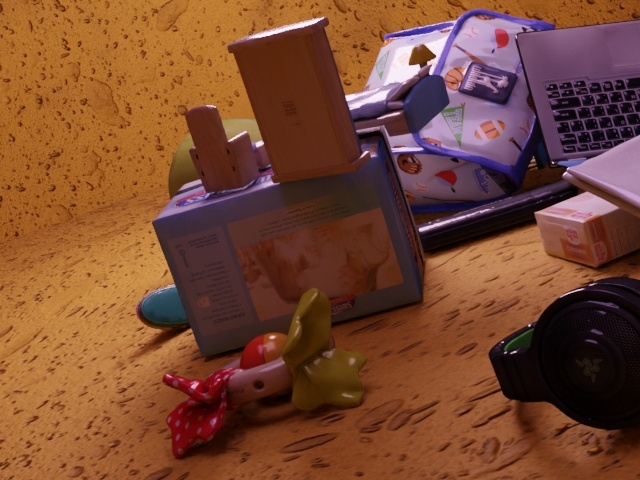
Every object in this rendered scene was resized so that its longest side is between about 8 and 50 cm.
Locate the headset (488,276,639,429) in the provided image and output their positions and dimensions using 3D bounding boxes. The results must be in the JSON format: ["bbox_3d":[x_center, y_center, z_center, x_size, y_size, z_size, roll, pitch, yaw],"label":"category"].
[{"bbox_3d":[0.325,0.105,0.945,0.243,0.185,0.394,-20,-2,-23],"label":"headset"}]

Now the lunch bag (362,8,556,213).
[{"bbox_3d":[0.247,-0.234,1.888,0.385,0.239,0.328,2,59,45],"label":"lunch bag"}]

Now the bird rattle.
[{"bbox_3d":[-0.067,0.169,1.249,0.253,0.143,0.207,-29,0,10],"label":"bird rattle"}]

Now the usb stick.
[{"bbox_3d":[0.284,-0.041,1.685,0.278,0.045,0.077,-18,14,4],"label":"usb stick"}]

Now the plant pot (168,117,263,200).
[{"bbox_3d":[-0.106,-0.119,1.949,0.274,0.275,0.293,-26,9,-29],"label":"plant pot"}]

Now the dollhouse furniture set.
[{"bbox_3d":[-0.007,-0.229,1.484,0.286,0.198,0.303,-6,21,33],"label":"dollhouse furniture set"}]

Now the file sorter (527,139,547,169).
[{"bbox_3d":[0.397,-0.210,2.065,0.104,0.118,0.170,-14,14,27],"label":"file sorter"}]

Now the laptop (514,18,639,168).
[{"bbox_3d":[0.544,-0.235,1.570,0.381,0.408,0.236,-7,-25,-5],"label":"laptop"}]

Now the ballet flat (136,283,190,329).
[{"bbox_3d":[-0.219,0.104,1.744,0.221,0.077,0.079,-22,-5,-34],"label":"ballet flat"}]

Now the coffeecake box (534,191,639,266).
[{"bbox_3d":[0.417,-0.034,1.431,0.185,0.068,0.142,-21,12,-12],"label":"coffeecake box"}]

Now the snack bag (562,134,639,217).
[{"bbox_3d":[0.542,-0.087,1.304,0.342,0.037,0.323,-24,35,-25],"label":"snack bag"}]

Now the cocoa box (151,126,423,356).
[{"bbox_3d":[-0.038,-0.002,1.552,0.347,0.232,0.228,-16,15,10],"label":"cocoa box"}]
